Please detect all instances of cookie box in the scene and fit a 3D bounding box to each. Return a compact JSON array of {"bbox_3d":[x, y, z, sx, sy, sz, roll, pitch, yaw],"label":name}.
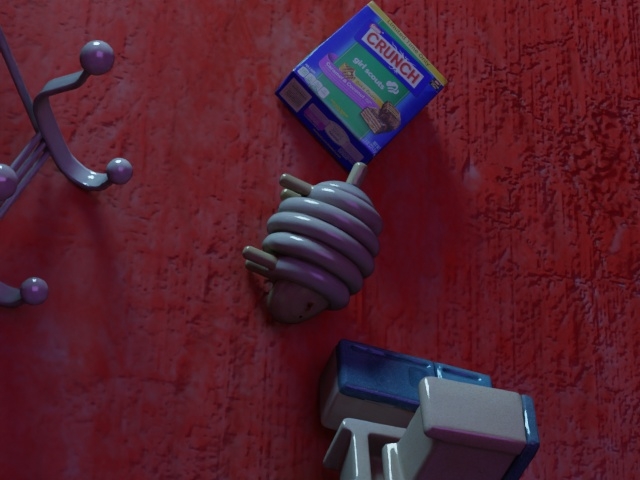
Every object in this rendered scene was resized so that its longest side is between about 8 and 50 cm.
[{"bbox_3d":[0.033,-0.119,1.058,0.092,0.040,0.107,46,55,-3],"label":"cookie box"}]

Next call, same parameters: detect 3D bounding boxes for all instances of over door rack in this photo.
[{"bbox_3d":[-0.233,-0.068,0.765,0.239,0.108,0.324,-59,142,-33],"label":"over door rack"}]

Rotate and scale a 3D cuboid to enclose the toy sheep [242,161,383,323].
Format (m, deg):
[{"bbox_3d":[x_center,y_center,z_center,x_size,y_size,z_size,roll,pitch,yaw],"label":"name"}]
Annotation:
[{"bbox_3d":[0.000,0.000,0.966,0.091,0.091,0.132,29,77,-15],"label":"toy sheep"}]

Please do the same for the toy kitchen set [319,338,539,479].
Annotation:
[{"bbox_3d":[0.086,0.112,0.861,0.122,0.166,0.207,16,34,-13],"label":"toy kitchen set"}]
